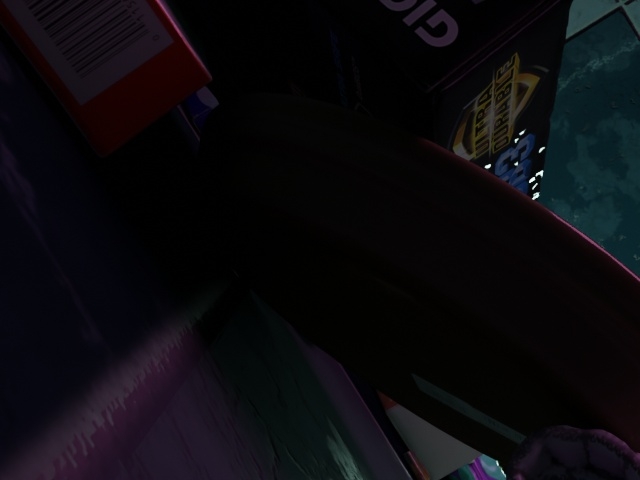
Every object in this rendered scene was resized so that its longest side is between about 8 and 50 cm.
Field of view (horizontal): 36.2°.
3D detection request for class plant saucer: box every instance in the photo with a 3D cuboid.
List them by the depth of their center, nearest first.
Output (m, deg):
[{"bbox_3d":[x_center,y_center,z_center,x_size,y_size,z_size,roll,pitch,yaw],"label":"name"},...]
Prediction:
[{"bbox_3d":[0.052,0.039,0.447,0.278,0.041,0.278,31,-16,10],"label":"plant saucer"}]

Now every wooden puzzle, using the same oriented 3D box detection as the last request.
[{"bbox_3d":[0.084,0.195,0.801,0.049,0.006,0.083,59,3,15],"label":"wooden puzzle"}]

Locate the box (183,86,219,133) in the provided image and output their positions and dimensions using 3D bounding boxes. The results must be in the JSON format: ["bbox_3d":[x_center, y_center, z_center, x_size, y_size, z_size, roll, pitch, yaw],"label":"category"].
[{"bbox_3d":[-0.044,-0.137,0.805,0.072,0.137,0.126,55,4,-38],"label":"box"}]

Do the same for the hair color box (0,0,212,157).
[{"bbox_3d":[-0.093,-0.102,0.404,0.093,0.053,0.167,55,5,-19],"label":"hair color box"}]

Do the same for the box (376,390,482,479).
[{"bbox_3d":[0.140,0.120,0.913,0.091,0.170,0.130,59,2,-21],"label":"box"}]

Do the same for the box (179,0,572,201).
[{"bbox_3d":[-0.012,-0.105,0.501,0.293,0.073,0.295,46,-10,22],"label":"box"}]

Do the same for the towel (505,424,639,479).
[{"bbox_3d":[0.144,0.229,0.347,0.283,0.121,0.235,58,0,38],"label":"towel"}]

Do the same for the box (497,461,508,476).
[{"bbox_3d":[0.168,0.196,1.120,0.190,0.045,0.184,-117,-159,-62],"label":"box"}]

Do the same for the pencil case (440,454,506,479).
[{"bbox_3d":[0.158,0.250,0.918,0.070,0.064,0.151,78,-13,-45],"label":"pencil case"}]
